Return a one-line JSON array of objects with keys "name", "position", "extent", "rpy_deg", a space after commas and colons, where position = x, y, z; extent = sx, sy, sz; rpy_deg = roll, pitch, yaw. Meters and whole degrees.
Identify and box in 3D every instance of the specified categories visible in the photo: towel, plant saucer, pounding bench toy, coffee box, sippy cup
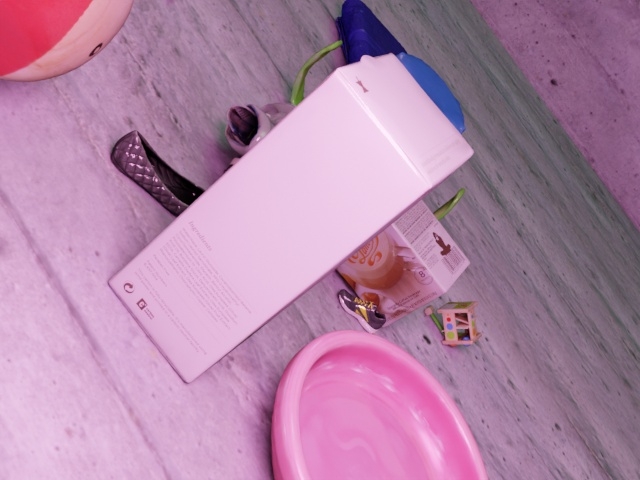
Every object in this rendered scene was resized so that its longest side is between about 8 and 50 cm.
[{"name": "towel", "position": [0.120, -0.344, 2.091], "extent": [0.227, 0.076, 0.308], "rpy_deg": [43, 26, -32]}, {"name": "plant saucer", "position": [0.064, 0.267, 1.178], "extent": [0.332, 0.084, 0.332], "rpy_deg": [30, 40, -29]}, {"name": "pounding bench toy", "position": [0.212, 0.137, 1.650], "extent": [0.052, 0.083, 0.065], "rpy_deg": [-23, 108, -60]}, {"name": "coffee box", "position": [0.080, -0.015, 1.480], "extent": [0.246, 0.141, 0.098], "rpy_deg": [52, 42, -3]}, {"name": "sippy cup", "position": [0.108, -0.182, 1.688], "extent": [0.305, 0.224, 0.240], "rpy_deg": [32, 32, -33]}]

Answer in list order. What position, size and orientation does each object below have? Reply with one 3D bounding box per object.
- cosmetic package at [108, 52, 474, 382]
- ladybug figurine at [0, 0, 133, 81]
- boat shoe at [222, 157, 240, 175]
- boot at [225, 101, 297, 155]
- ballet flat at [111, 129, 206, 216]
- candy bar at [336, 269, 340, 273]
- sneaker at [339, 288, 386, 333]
[{"name": "cosmetic package", "position": [-0.033, -0.027, 1.111], "extent": [0.155, 0.365, 0.197], "rpy_deg": [52, 27, 2]}, {"name": "ladybug figurine", "position": [-0.380, -0.306, 1.010], "extent": [0.449, 0.305, 0.162], "rpy_deg": [38, 47, -43]}, {"name": "boat shoe", "position": [-0.066, -0.026, 1.426], "extent": [0.206, 0.075, 0.065], "rpy_deg": [44, 70, -25]}, {"name": "boot", "position": [-0.080, -0.164, 1.466], "extent": [0.123, 0.095, 0.258], "rpy_deg": [35, 10, -28]}, {"name": "ballet flat", "position": [-0.185, -0.073, 1.282], "extent": [0.173, 0.049, 0.057], "rpy_deg": [36, 31, -28]}, {"name": "candy bar", "position": [0.000, 0.000, 1.518], "extent": [0.161, 0.018, 0.040], "rpy_deg": [48, 28, -7]}, {"name": "sneaker", "position": [0.062, 0.096, 1.475], "extent": [0.083, 0.035, 0.031], "rpy_deg": [44, 27, -14]}]
